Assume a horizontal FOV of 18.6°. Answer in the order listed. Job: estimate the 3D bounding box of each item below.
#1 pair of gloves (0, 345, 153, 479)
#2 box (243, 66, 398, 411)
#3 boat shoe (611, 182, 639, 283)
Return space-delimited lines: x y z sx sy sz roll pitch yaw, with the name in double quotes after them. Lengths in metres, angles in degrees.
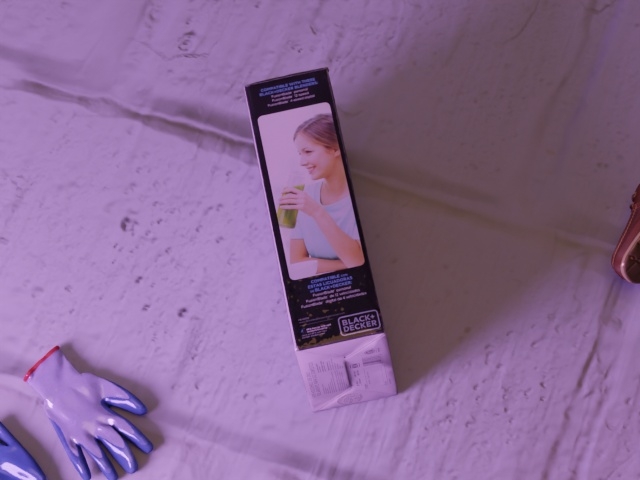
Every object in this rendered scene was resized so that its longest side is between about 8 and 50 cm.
-0.268 0.202 1.895 0.198 0.023 0.159 -42 67 -16 "pair of gloves"
0.000 0.000 1.897 0.087 0.169 0.290 -12 65 1 "box"
0.341 -0.029 1.951 0.060 0.064 0.178 16 60 45 "boat shoe"
